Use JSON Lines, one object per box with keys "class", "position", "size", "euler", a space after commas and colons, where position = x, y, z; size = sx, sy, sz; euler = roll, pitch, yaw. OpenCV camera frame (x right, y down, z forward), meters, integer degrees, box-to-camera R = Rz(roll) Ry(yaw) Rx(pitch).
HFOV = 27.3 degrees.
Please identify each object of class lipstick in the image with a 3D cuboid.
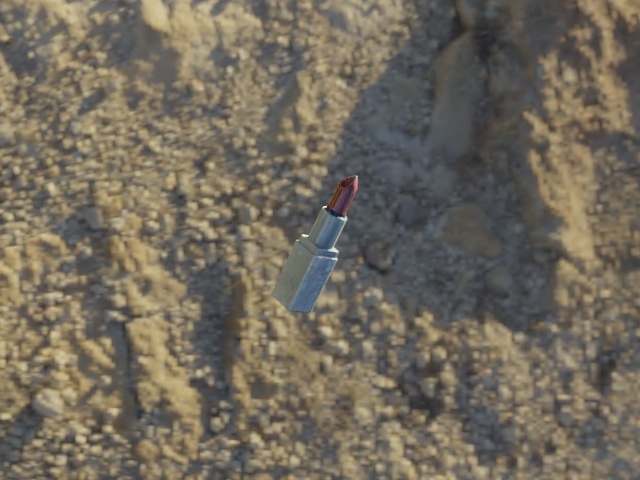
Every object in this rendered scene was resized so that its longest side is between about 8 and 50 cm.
{"class": "lipstick", "position": [0.001, 0.000, 1.142], "size": [0.030, 0.030, 0.129], "euler": [9, 112, -46]}
